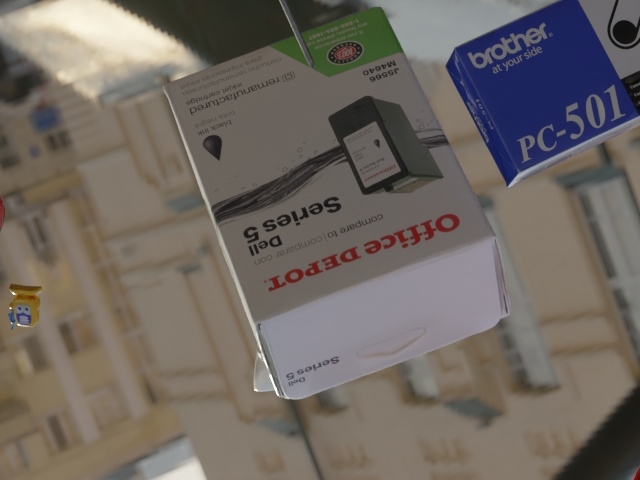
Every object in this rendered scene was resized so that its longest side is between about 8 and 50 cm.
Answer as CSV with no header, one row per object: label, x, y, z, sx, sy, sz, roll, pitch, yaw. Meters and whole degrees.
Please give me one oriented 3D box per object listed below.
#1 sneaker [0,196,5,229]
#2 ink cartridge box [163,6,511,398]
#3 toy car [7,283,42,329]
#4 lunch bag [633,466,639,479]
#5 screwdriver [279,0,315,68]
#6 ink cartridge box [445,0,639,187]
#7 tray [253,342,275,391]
sneaker,-0.374,-0.086,1.369,0.097,0.276,0.135,-56,169,-19
ink cartridge box,0.011,-0.034,1.415,0.198,0.273,0.115,-20,142,-4
toy car,-0.251,0.061,1.190,0.122,0.040,0.060,-1,-157,-2
lunch bag,0.298,0.232,1.133,0.120,0.293,0.258,5,-155,-43
screwdriver,-0.037,-0.175,1.120,0.025,0.170,0.024,4,-133,26
ink cartridge box,0.200,-0.125,1.195,0.207,0.097,0.046,-25,172,-9
tray,0.000,0.000,1.587,0.030,0.270,0.145,24,156,-35
